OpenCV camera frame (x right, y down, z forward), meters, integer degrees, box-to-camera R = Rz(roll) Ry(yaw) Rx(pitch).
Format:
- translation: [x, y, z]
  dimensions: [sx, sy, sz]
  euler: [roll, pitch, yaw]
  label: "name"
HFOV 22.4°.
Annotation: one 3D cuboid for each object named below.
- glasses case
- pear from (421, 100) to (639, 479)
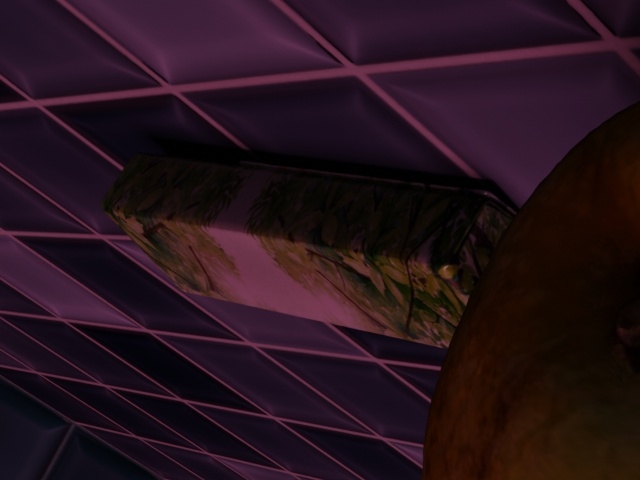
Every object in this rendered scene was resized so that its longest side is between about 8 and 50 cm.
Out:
- translation: [0.000, 0.000, 0.919]
  dimensions: [0.272, 0.062, 0.095]
  euler: [10, 150, 42]
  label: "glasses case"
- translation: [0.179, 0.078, 0.534]
  dimensions: [0.304, 0.304, 0.304]
  euler: [25, 162, 8]
  label: "pear"
